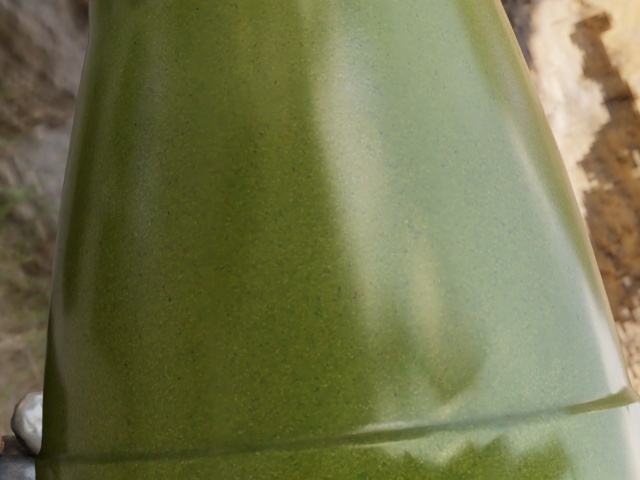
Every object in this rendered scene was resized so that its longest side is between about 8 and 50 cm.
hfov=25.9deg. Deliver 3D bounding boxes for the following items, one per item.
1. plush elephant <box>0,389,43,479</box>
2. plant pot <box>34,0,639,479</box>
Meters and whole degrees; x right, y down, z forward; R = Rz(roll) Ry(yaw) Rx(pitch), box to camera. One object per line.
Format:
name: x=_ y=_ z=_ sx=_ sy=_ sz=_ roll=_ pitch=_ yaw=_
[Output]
plush elephant: x=-0.297 y=0.189 z=1.049 sx=0.255 sy=0.272 sz=0.330 roll=46 pitch=32 yaw=-5
plant pot: x=0.000 y=0.000 z=0.810 sx=0.366 sy=0.366 sz=0.353 roll=131 pitch=-47 yaw=-84
